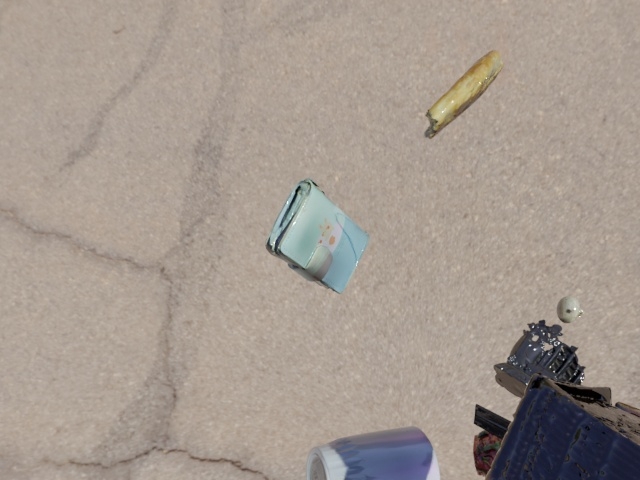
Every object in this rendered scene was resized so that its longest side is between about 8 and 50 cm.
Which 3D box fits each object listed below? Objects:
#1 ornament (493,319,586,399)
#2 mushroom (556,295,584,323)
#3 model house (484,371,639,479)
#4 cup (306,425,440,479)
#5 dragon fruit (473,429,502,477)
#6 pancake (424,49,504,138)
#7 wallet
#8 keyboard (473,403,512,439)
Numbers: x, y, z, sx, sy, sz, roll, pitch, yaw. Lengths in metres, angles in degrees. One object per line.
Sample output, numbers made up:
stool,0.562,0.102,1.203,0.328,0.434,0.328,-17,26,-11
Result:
ornament,0.700,0.381,1.727,0.260,0.106,0.251,-40,42,-15
mushroom,0.766,0.213,1.693,0.079,0.085,0.085,11,71,-4
model house,0.360,0.357,0.745,0.282,0.297,0.317,21,87,9
cup,0.161,0.717,1.696,0.371,0.253,0.254,1,66,-22
dragon fruit,0.535,0.619,1.616,0.171,0.160,0.167,-5,70,21
pancake,0.262,-0.272,1.118,0.266,0.244,0.057,-42,90,-18
wallet,0.000,0.000,1.215,0.075,0.250,0.176,19,76,42
keyboard,0.498,0.515,1.532,0.010,0.198,0.064,1,97,-30
